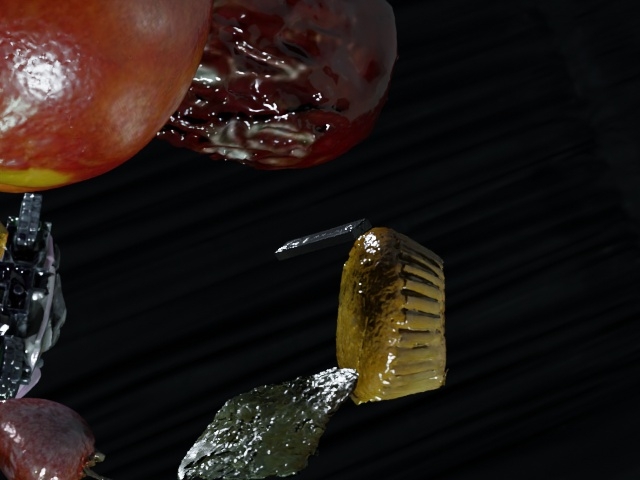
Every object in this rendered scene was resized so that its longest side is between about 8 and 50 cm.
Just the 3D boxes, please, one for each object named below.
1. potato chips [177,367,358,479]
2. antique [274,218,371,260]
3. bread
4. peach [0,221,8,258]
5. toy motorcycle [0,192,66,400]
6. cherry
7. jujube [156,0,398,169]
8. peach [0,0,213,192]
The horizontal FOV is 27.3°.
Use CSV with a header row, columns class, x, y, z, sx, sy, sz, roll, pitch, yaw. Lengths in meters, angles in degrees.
class,x,y,z,sx,sy,sz,roll,pitch,yaw
potato chips,-0.046,0.182,1.267,0.142,0.209,0.026,46,152,54
antique,0.000,0.000,1.682,0.015,0.031,0.192,57,148,-10
bread,0.097,0.100,1.779,0.240,0.139,0.240,-178,90,-83
peach,-0.471,0.000,1.654,0.151,0.151,0.118,67,153,7
toy motorcycle,-0.445,0.099,1.908,0.188,0.143,0.327,122,153,-58
cherry,-0.255,0.247,1.373,0.225,0.090,0.107,43,-166,-8
jujube,-0.082,-0.211,1.414,0.258,0.376,0.258,-11,74,42
peach,-0.237,-0.209,1.103,0.307,0.332,0.308,27,146,20
